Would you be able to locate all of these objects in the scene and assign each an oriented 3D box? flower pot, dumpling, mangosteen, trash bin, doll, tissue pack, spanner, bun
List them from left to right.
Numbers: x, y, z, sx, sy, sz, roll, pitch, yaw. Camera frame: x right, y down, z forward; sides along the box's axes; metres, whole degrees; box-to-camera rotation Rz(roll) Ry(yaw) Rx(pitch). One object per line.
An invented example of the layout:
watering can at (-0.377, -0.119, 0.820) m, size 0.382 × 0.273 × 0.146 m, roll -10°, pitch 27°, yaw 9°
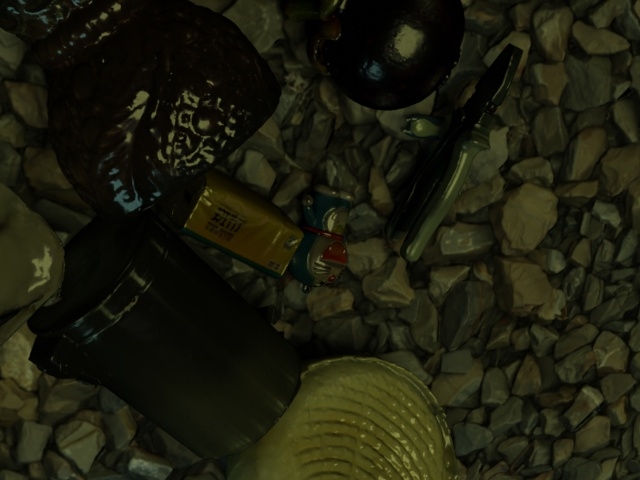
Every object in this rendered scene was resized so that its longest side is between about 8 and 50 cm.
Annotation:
dumpling at (-0.435, 0.049, 1.126) m, size 0.293 × 0.163 × 0.204 m, roll -23°, pitch 119°, yaw 12°
flower pot at (-0.215, -0.201, 1.097) m, size 0.266 × 0.266 × 0.267 m, roll -36°, pitch 109°, yaw -8°
trash bin at (-0.190, 0.124, 1.251) m, size 0.301 × 0.203 × 0.252 m, roll 46°, pitch 53°, yaw -31°
tissue pack at (-0.118, -0.033, 1.258) m, size 0.169 × 0.120 × 0.082 m, roll 29°, pitch 97°, yaw -38°
doll at (0.000, 0.000, 1.358) m, size 0.114 × 0.085 × 0.152 m, roll 16°, pitch 91°, yaw -47°
bun at (0.015, 0.340, 1.407) m, size 0.364 × 0.202 × 0.364 m, roll 10°, pitch 72°, yaw -35°
mangosteen at (0.066, -0.270, 1.240) m, size 0.230 × 0.194 × 0.194 m, roll 25°, pitch 98°, yaw -3°
doll at (0.173, -0.158, 1.404) m, size 0.125 × 0.027 × 0.037 m, roll 1°, pitch 116°, yaw -24°
spanner at (0.184, -0.120, 1.357) m, size 0.040 × 0.096 × 0.325 m, roll 19°, pitch 111°, yaw -28°
